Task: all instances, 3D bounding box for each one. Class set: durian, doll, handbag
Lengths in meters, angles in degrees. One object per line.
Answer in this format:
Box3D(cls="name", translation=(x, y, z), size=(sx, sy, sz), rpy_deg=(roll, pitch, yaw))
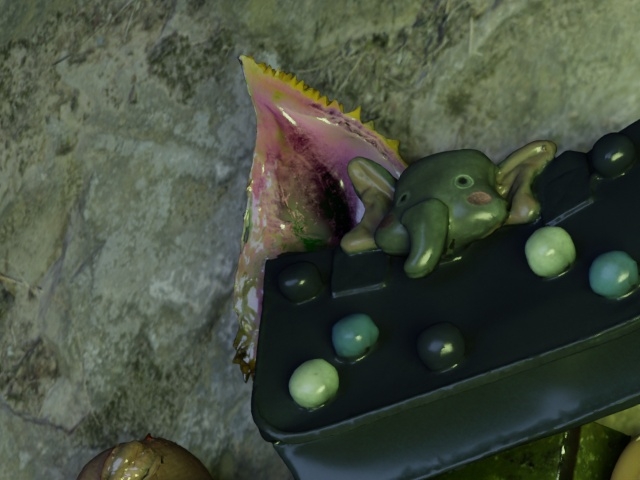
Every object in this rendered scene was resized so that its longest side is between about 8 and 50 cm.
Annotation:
Box3D(cls="durian", translation=(0.011, 0.004, 1.520), size=(0.186, 0.154, 0.260), rpy_deg=(11, 81, 26))
Box3D(cls="doll", translation=(-0.143, 0.318, 1.565), size=(0.156, 0.201, 0.303), rpy_deg=(6, 86, 9))
Box3D(cls="handbag", translation=(0.106, 0.031, 1.317), size=(0.326, 0.118, 0.269), rpy_deg=(-21, 35, 13))

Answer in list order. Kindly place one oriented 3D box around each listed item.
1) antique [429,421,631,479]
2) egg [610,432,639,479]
Box3D(cls="antique", translation=(0.117, 0.168, 1.377), size=(0.221, 0.081, 0.080), rpy_deg=(0, 71, 46))
Box3D(cls="egg", translation=(0.235, 0.174, 1.258), size=(0.080, 0.080, 0.096), rpy_deg=(32, 99, 47))
